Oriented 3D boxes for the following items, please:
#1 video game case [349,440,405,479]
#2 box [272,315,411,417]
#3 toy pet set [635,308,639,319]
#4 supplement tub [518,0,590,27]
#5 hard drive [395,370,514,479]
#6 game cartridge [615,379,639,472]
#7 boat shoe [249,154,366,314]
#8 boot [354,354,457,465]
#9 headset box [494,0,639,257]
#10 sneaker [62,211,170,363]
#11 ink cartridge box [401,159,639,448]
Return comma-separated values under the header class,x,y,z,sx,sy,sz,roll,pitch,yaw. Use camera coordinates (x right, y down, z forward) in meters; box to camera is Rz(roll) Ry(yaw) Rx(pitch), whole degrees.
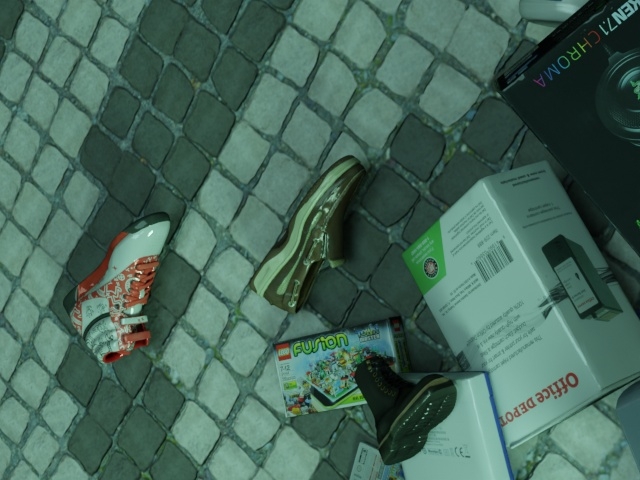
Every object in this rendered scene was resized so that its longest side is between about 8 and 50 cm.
class,x,y,z,sx,sy,sz,roll,pitch,yaw
video game case,0.096,0.347,1.715,0.122,0.011,0.087,21,102,32
box,0.031,0.182,1.740,0.207,0.036,0.114,-16,82,33
toy pet set,0.426,0.080,1.456,0.114,0.065,0.122,-39,70,28
supplement tub,0.324,-0.356,1.465,0.144,0.144,0.199,14,99,33
hard drive,0.181,0.328,1.567,0.210,0.040,0.318,-12,92,61
game cartridge,0.498,0.220,1.372,0.297,0.062,0.198,-11,109,33
boat shoe,0.003,-0.002,1.731,0.095,0.095,0.257,40,119,11
boot,0.095,0.185,1.541,0.137,0.077,0.198,66,149,27
headset box,0.379,-0.146,1.361,0.246,0.131,0.283,-39,98,14
sneaker,-0.294,0.083,1.924,0.270,0.090,0.145,-44,69,30
ink cartridge box,0.253,0.082,1.501,0.289,0.121,0.211,63,144,15
